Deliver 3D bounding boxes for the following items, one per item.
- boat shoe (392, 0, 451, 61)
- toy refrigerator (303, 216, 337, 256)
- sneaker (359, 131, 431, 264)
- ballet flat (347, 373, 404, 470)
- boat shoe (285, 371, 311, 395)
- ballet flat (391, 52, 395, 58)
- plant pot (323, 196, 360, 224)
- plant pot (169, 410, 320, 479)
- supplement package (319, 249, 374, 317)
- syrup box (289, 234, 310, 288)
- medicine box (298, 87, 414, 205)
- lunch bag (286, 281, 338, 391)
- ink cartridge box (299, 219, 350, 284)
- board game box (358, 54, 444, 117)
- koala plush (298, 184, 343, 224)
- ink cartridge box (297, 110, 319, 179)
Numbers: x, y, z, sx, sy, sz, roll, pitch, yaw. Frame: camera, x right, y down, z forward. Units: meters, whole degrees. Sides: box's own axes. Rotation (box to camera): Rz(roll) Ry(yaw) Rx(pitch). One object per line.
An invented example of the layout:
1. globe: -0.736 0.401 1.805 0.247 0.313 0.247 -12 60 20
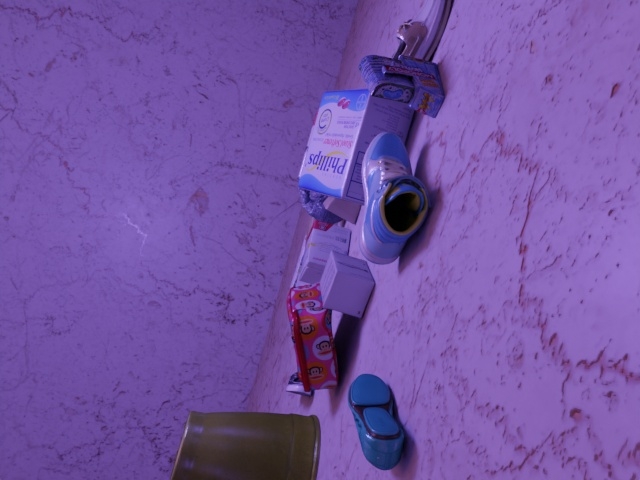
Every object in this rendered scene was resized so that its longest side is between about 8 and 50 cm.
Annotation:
1. boat shoe: 0.251 -0.531 1.503 0.113 0.103 0.302 -100 27 -72
2. toy refrigerator: 0.000 0.000 2.177 0.269 0.102 0.094 -85 13 -51
3. sneaker: 0.166 -0.124 1.224 0.208 0.127 0.319 121 154 -68
4. ballet flat: 0.091 0.321 1.012 0.247 0.083 0.087 -108 21 -79
5. boat shoe: -0.065 0.456 1.842 0.228 0.080 0.076 107 176 -75
6. ballet flat: 0.234 -0.498 1.678 0.213 0.068 0.072 -86 15 -56
7. plant pot: 0.082 -0.129 1.891 0.096 0.109 0.109 -60 10 10
8. plant pot: -0.222 0.621 1.567 0.366 0.353 0.366 -163 90 -82
9. supplement package: 0.066 0.110 1.495 0.179 0.105 0.105 -103 32 -73
10. syrup box: -0.045 0.103 2.308 0.096 0.093 0.237 -134 61 -81
11. medicine box: 0.091 -0.253 1.577 0.263 0.149 0.289 22 97 60
12. lunch bag: -0.013 0.270 1.552 0.293 0.120 0.258 -102 2 -75
13. ink cartridge box: 0.014 0.049 1.882 0.127 0.128 0.176 116 168 -51
14. board game box: 0.205 -0.368 1.342 0.194 0.194 0.060 -105 28 -47
15. koala plush: 0.040 -0.188 2.040 0.221 0.196 0.203 115 157 -46
16. ink cartridge box: 0.039 -0.341 2.242 0.114 0.197 0.273 -170 97 -83
